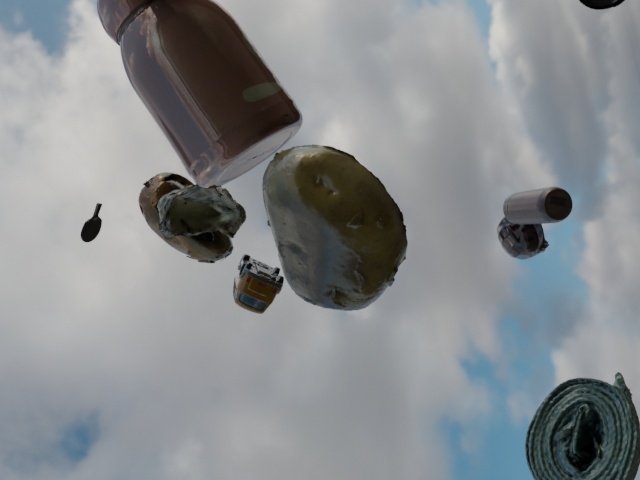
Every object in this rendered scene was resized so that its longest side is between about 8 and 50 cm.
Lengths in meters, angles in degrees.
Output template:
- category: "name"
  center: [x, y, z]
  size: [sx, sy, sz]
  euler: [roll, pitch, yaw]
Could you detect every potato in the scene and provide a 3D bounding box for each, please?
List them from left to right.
- category: "potato"
  center: [0.000, 0.000, 0.722]
  size: [0.081, 0.164, 0.200]
  euler: [-54, -40, -39]

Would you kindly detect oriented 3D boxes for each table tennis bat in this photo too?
- category: "table tennis bat"
  center: [-0.444, -0.035, 1.360]
  size: [0.050, 0.007, 0.083]
  euler: [-8, -58, -66]

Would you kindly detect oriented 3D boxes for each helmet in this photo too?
- category: "helmet"
  center: [0.357, -0.011, 1.253]
  size: [0.098, 0.070, 0.123]
  euler: [64, -173, 22]

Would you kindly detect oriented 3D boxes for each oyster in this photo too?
- category: "oyster"
  center: [-0.218, -0.069, 1.270]
  size: [0.294, 0.166, 0.094]
  euler: [112, 144, -74]

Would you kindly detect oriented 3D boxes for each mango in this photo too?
- category: "mango"
  center: [-0.302, -0.048, 1.578]
  size: [0.249, 0.151, 0.156]
  euler: [39, -137, 1]

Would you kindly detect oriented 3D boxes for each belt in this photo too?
- category: "belt"
  center: [0.342, 0.264, 0.906]
  size: [0.082, 0.148, 0.163]
  euler: [51, -148, -51]

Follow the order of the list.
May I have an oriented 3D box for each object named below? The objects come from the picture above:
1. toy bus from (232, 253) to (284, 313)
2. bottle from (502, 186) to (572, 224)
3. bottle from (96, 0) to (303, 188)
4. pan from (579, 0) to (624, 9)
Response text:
- category: "toy bus"
  center: [-0.193, 0.131, 2.040]
  size: [0.126, 0.209, 0.136]
  euler: [24, -83, -13]
- category: "bottle"
  center: [0.326, -0.051, 1.053]
  size: [0.140, 0.053, 0.053]
  euler: [-177, 73, -80]
- category: "bottle"
  center: [-0.166, -0.235, 0.918]
  size: [0.296, 0.173, 0.206]
  euler: [57, 171, 2]
- category: "pan"
  center: [0.541, -0.547, 1.326]
  size: [0.040, 0.115, 0.212]
  euler: [-69, -28, -48]
